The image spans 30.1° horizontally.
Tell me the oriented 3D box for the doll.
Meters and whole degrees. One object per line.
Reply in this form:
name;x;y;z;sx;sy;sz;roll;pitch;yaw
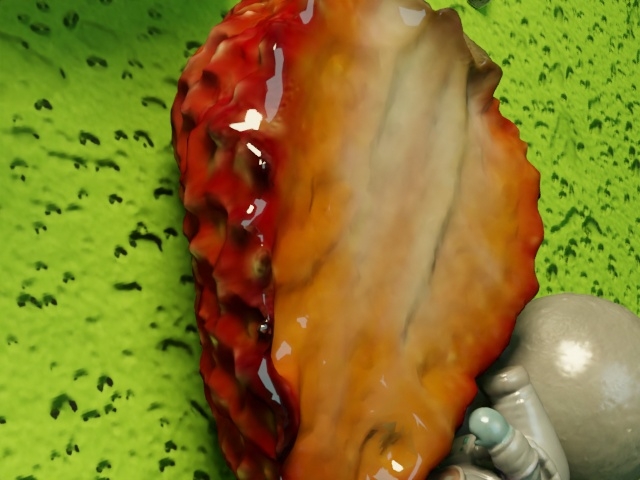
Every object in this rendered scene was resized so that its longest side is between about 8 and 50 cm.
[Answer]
doll;0.126;0.150;0.769;0.287;0.151;0.151;-42;104;-42

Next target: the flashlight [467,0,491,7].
flashlight;0.140;-0.239;1.029;0.018;0.018;0.083;29;54;-32

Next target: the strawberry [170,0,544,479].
strawberry;0.000;0.000;0.712;0.265;0.149;0.336;30;64;-41
